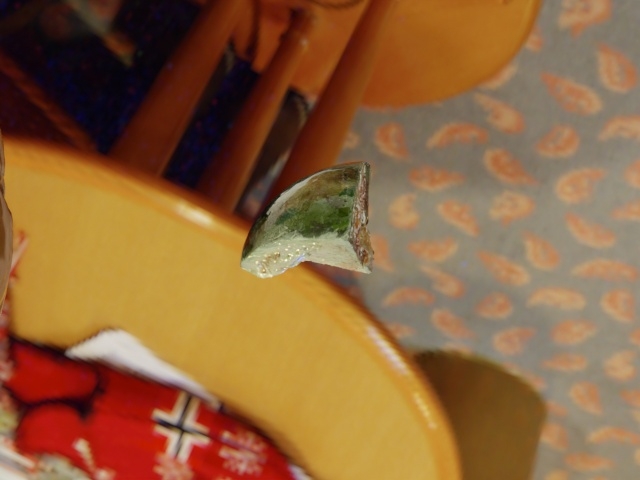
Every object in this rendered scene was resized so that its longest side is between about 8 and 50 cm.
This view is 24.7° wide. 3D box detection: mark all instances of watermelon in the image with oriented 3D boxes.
[{"bbox_3d":[0.000,0.000,0.732,0.061,0.085,0.085,47,139,-15],"label":"watermelon"}]

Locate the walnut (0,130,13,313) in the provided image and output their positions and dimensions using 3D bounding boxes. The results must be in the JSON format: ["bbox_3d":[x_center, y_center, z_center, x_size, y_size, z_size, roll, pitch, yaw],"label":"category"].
[{"bbox_3d":[-0.211,-0.011,0.470,0.222,0.195,0.195,6,152,-26],"label":"walnut"}]
